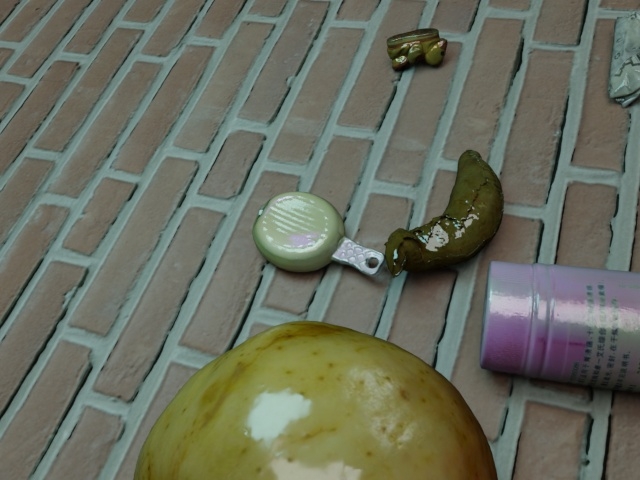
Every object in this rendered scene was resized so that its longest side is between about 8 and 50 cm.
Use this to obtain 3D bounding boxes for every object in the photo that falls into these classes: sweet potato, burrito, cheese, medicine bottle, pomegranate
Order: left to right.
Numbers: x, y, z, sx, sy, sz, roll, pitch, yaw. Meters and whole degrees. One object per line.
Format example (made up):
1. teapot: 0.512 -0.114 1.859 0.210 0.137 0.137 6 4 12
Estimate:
1. pomegranate: -0.027 0.270 0.601 0.410 0.410 0.410 -5 58 8
2. cheese: 0.000 0.000 0.956 0.227 0.064 0.137 23 69 24
3. sweet potato: 0.207 -0.031 0.918 0.124 0.098 0.310 34 60 15
4. medicine bottle: 0.341 0.110 0.770 0.254 0.152 0.152 6 60 15
5. burrito: 0.545 -0.327 1.052 0.064 0.064 0.203 9 62 16

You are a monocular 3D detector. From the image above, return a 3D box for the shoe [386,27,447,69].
1. shoe: 0.182 -0.366 1.145 0.109 0.069 0.072 -13 33 -7
